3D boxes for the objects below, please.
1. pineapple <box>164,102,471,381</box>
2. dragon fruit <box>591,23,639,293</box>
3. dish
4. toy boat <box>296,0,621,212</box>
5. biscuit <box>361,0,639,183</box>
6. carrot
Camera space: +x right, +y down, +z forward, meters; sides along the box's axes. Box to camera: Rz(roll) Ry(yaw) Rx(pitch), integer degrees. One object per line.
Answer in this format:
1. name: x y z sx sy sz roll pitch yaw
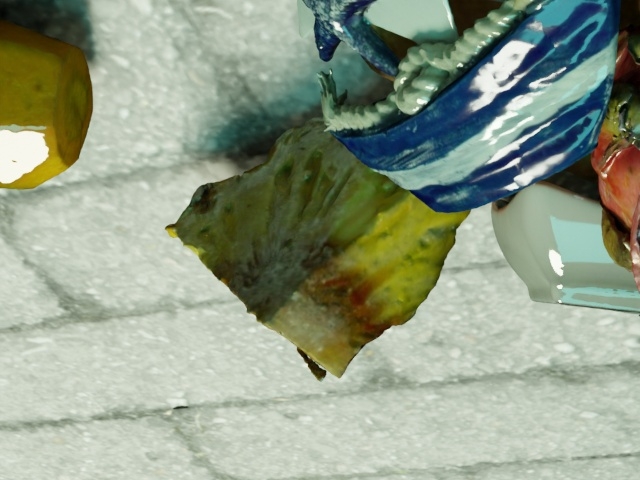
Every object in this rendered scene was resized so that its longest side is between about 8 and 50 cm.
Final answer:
1. pineapple: 0.000 0.000 0.645 0.114 0.186 0.236 37 138 -29
2. dragon fruit: 0.228 -0.031 0.484 0.282 0.147 0.211 23 122 1
3. dish: 0.225 0.014 0.661 0.212 0.077 0.151 6 177 1
4. toy boat: 0.021 -0.131 0.499 0.291 0.070 0.210 43 147 14
5. biscuit: 0.195 -0.148 0.542 0.343 0.057 0.287 20 139 -14
6. carrot: -0.303 -0.096 0.639 0.301 0.114 0.114 4 140 6
